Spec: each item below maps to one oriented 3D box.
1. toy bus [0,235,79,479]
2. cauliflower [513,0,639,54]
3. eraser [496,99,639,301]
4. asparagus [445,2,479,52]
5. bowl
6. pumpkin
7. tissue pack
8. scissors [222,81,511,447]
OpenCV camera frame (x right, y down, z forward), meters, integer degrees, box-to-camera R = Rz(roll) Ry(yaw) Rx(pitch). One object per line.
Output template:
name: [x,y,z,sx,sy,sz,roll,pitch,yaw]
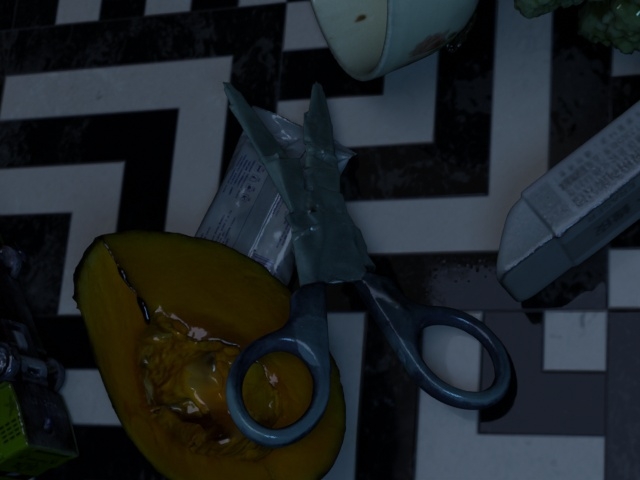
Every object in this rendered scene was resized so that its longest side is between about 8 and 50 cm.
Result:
toy bus: [-0.353,0.101,1.304,0.139,0.113,0.301,-32,65,12]
cauliflower: [0.265,-0.320,1.125,0.327,0.260,0.281,-39,66,-19]
eraser: [0.288,-0.079,1.129,0.352,0.089,0.061,-38,60,6]
asparagus: [0.162,-0.295,1.285,0.025,0.024,0.248,9,77,28]
bowl: [0.074,-0.294,1.204,0.145,0.277,0.277,-12,66,-13]
pumpkin: [-0.092,0.131,1.205,0.148,0.169,0.312,-19,60,-34]
tissue pack: [-0.057,-0.028,1.277,0.123,0.026,0.193,23,82,25]
scissors: [0.000,0.000,1.190,0.256,0.029,0.383,-10,61,-18]
